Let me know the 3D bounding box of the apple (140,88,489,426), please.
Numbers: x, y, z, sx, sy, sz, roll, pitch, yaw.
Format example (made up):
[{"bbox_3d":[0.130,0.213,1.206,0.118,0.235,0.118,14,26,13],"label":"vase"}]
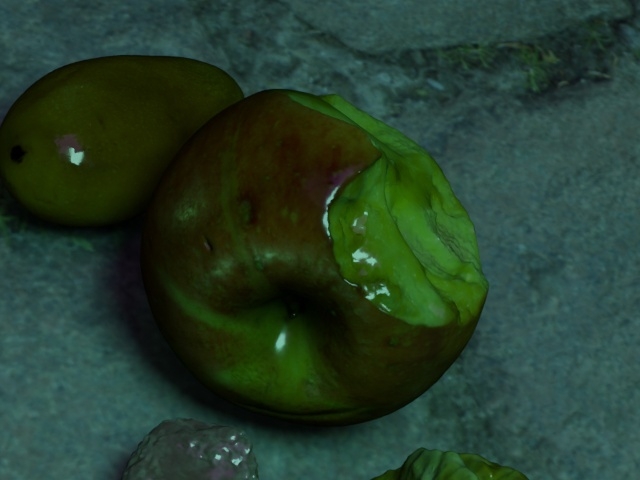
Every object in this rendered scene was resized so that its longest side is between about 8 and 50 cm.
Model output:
[{"bbox_3d":[0.000,0.000,1.235,0.246,0.246,0.226,21,40,-2],"label":"apple"}]

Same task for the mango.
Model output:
[{"bbox_3d":[-0.153,-0.084,1.345,0.136,0.099,0.227,41,44,20],"label":"mango"}]

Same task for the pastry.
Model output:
[{"bbox_3d":[-0.112,0.230,1.112,0.102,0.112,0.265,20,38,11],"label":"pastry"}]

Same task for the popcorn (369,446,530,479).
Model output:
[{"bbox_3d":[0.055,0.228,1.102,0.184,0.221,0.204,60,19,-12],"label":"popcorn"}]
